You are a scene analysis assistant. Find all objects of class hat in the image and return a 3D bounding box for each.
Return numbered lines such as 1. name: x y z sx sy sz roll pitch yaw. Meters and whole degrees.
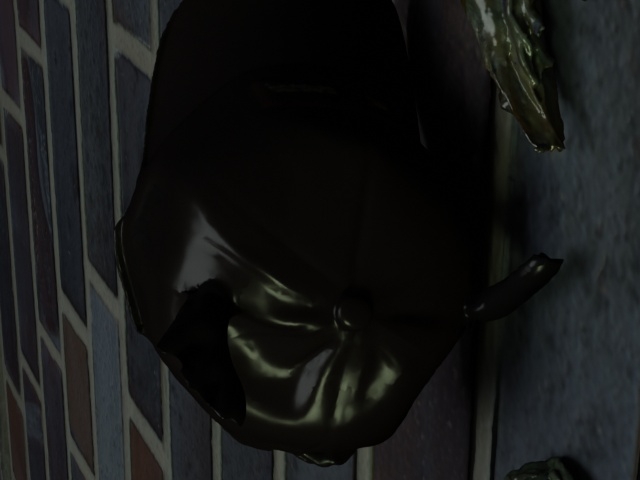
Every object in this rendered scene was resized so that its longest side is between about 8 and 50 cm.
1. hat: 0.009 -0.022 0.853 0.209 0.238 0.336 178 94 -70

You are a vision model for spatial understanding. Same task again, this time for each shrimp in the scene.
1. shrimp: 0.115 -0.160 0.781 0.126 0.047 0.224 -25 73 57

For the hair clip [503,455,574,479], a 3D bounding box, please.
1. hair clip: 0.095 0.266 0.919 0.321 0.091 0.138 106 150 -44
